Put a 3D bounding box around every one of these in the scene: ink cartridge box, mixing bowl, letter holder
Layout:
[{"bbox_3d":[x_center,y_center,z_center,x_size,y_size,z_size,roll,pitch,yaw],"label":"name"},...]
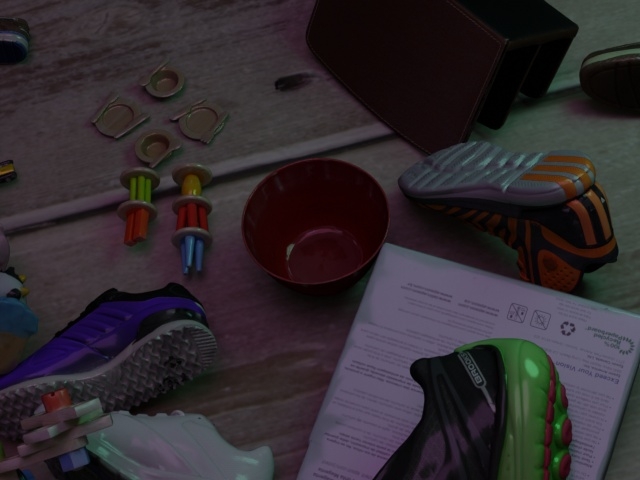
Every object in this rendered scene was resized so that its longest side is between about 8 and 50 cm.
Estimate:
[{"bbox_3d":[0.169,0.198,1.688,0.324,0.071,0.330,17,75,18],"label":"ink cartridge box"},{"bbox_3d":[0.000,0.000,1.833,0.181,0.098,0.181,-4,57,6],"label":"mixing bowl"},{"bbox_3d":[0.148,-0.265,1.972,0.152,0.214,0.302,-17,50,-43],"label":"letter holder"}]

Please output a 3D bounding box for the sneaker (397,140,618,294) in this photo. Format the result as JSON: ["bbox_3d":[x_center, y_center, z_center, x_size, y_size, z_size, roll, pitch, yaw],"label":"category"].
[{"bbox_3d":[0.224,-0.014,1.800,0.124,0.180,0.321,-35,25,-24],"label":"sneaker"}]

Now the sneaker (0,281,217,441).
[{"bbox_3d":[-0.271,0.135,1.791,0.293,0.102,0.146,-21,42,0],"label":"sneaker"}]

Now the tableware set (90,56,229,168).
[{"bbox_3d":[-0.217,-0.168,2.019,0.141,0.020,0.168,-40,60,-18],"label":"tableware set"}]

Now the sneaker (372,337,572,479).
[{"bbox_3d":[0.131,0.333,1.533,0.202,0.185,0.483,1,63,26],"label":"sneaker"}]

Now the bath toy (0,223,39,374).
[{"bbox_3d":[-0.434,0.022,1.826,0.129,0.151,0.348,-43,38,8],"label":"bath toy"}]

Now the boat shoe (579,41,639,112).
[{"bbox_3d":[0.461,-0.224,1.931,0.257,0.095,0.095,2,43,2],"label":"boat shoe"}]

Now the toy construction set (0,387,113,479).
[{"bbox_3d":[-0.291,0.323,1.578,0.151,0.215,0.328,-2,83,-28],"label":"toy construction set"}]

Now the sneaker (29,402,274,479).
[{"bbox_3d":[-0.190,0.249,1.704,0.297,0.111,0.129,22,50,8],"label":"sneaker"}]

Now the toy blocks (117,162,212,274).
[{"bbox_3d":[-0.198,-0.022,1.901,0.123,0.054,0.148,-5,57,4],"label":"toy blocks"}]

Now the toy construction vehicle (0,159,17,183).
[{"bbox_3d":[-0.459,-0.099,2.004,0.098,0.035,0.086,-21,68,-3],"label":"toy construction vehicle"}]

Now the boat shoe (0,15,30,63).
[{"bbox_3d":[-0.500,-0.288,2.115,0.183,0.066,0.066,5,53,-1],"label":"boat shoe"}]
